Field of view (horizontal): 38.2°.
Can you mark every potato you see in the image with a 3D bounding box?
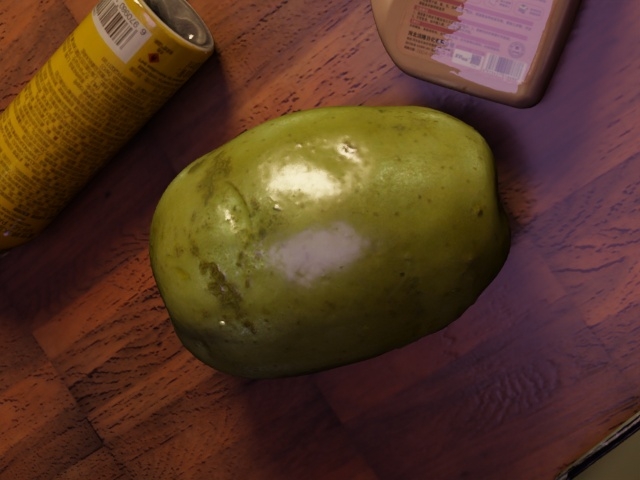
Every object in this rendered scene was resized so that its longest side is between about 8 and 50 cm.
[{"bbox_3d":[0.000,0.003,0.759,0.305,0.216,0.215,-10,97,23],"label":"potato"}]

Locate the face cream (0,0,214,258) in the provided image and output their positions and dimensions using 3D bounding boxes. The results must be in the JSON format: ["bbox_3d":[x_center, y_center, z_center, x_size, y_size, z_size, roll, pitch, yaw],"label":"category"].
[{"bbox_3d":[-0.252,-0.096,0.876,0.349,0.105,0.105,-42,86,21],"label":"face cream"}]

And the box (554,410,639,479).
[{"bbox_3d":[0.307,0.218,0.733,0.163,0.135,0.243,48,111,5],"label":"box"}]

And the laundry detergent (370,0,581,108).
[{"bbox_3d":[0.131,-0.237,0.734,0.171,0.076,0.237,18,106,15],"label":"laundry detergent"}]
